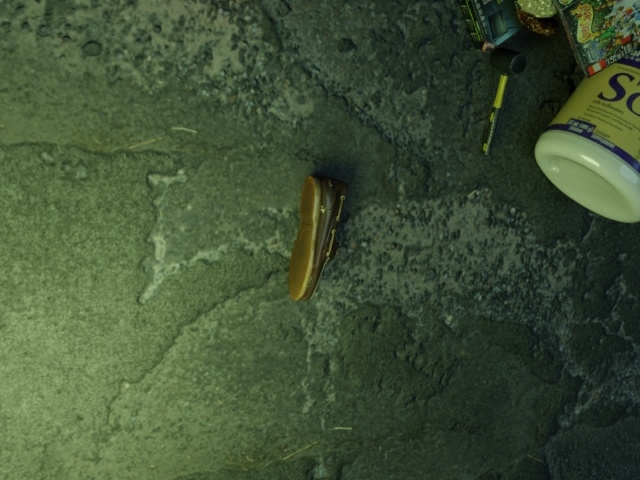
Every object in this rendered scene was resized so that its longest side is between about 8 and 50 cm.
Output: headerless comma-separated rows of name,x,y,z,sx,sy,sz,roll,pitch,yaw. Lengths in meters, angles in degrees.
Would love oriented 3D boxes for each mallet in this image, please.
mallet,0.309,-0.247,1.401,0.039,0.062,0.189,-2,122,-27

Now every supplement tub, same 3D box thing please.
supplement tub,0.573,-0.225,1.428,0.241,0.241,0.331,40,85,-32

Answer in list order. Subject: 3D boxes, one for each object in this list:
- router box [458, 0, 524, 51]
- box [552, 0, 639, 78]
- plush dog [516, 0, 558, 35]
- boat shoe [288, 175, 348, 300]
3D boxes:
router box,0.287,-0.394,1.333,0.092,0.038,0.122,-37,120,-15
box,0.470,-0.366,1.263,0.159,0.044,0.233,-31,152,17
plush dog,0.403,-0.455,1.272,0.225,0.210,0.262,-42,158,-21
boat shoe,0.000,0.000,1.281,0.073,0.073,0.207,6,103,-28
